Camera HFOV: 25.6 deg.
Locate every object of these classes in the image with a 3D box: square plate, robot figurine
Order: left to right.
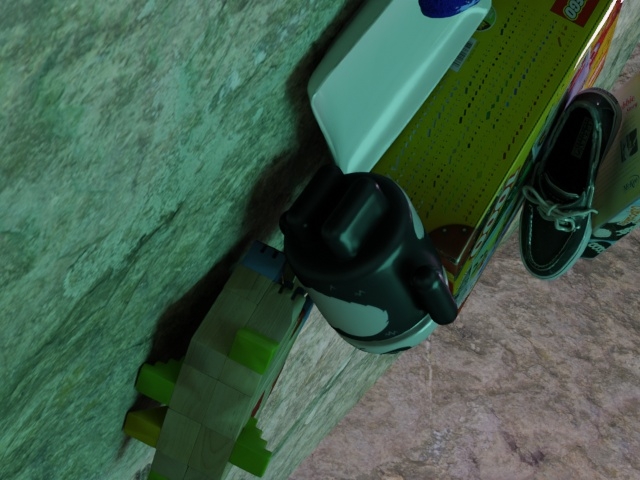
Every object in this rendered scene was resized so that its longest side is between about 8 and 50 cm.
[{"bbox_3d":[0.057,0.029,1.777,0.173,0.209,0.278,-24,139,7],"label":"robot figurine"},{"bbox_3d":[0.098,-0.246,1.749,0.344,0.049,0.347,-53,163,-10],"label":"square plate"}]

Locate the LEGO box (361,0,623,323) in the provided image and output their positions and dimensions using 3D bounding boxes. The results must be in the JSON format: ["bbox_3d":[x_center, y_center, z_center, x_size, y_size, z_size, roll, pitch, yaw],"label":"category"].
[{"bbox_3d":[0.240,-0.168,2.090,0.500,0.193,0.372,-58,168,-11],"label":"LEGO box"}]

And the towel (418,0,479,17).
[{"bbox_3d":[0.187,-0.402,1.526,0.228,0.076,0.308,-50,155,-21],"label":"towel"}]

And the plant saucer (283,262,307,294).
[{"bbox_3d":[0.000,0.000,2.085,0.198,0.036,0.198,-53,167,-17],"label":"plant saucer"}]

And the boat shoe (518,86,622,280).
[{"bbox_3d":[0.351,-0.069,2.039,0.105,0.113,0.306,-34,149,-56],"label":"boat shoe"}]

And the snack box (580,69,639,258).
[{"bbox_3d":[0.439,-0.107,2.099,0.322,0.060,0.187,127,-34,-69],"label":"snack box"}]

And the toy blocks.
[{"bbox_3d":[-0.101,0.150,1.851,0.261,0.190,0.381,-60,174,-44],"label":"toy blocks"}]
